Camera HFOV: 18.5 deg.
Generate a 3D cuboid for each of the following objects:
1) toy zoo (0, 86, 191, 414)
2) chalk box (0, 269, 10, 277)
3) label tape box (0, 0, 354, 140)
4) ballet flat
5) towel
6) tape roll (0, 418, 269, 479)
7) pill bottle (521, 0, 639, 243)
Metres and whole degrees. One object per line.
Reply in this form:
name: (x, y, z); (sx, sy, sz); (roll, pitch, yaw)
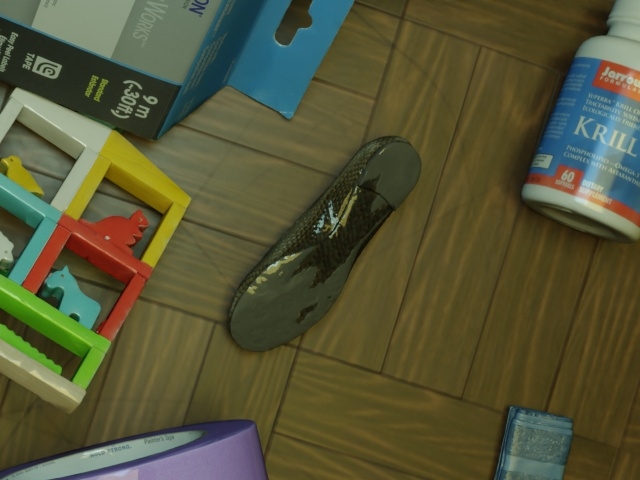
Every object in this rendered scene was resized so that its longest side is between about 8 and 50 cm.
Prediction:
toy zoo: (-0.237, -0.011, 1.745); (0.192, 0.030, 0.293); (33, 53, -9)
chalk box: (-0.357, 0.101, 1.745); (0.132, 0.132, 0.213); (37, 82, -6)
label tape box: (-0.154, -0.215, 1.722); (0.348, 0.249, 0.115); (23, 50, -8)
ballet flat: (0.000, 0.000, 1.853); (0.084, 0.058, 0.250); (39, 88, -29)
towel: (0.202, 0.223, 1.890); (0.067, 0.029, 0.119); (13, 86, -9)
tape roll: (-0.180, 0.230, 1.698); (0.275, 0.275, 0.090); (-14, 91, -10)
pill bottle: (0.284, -0.119, 1.866); (0.124, 0.124, 0.221); (22, 85, -9)
